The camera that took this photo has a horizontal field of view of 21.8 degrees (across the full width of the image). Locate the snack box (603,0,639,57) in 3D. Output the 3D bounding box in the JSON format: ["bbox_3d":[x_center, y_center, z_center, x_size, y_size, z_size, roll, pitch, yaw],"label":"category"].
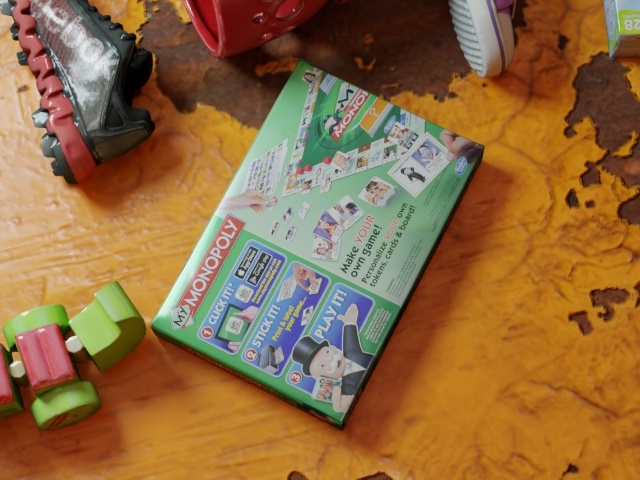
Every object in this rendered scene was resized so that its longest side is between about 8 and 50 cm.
[{"bbox_3d":[0.379,-0.300,1.726,0.174,0.070,0.207,-4,75,-1],"label":"snack box"}]

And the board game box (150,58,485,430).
[{"bbox_3d":[0.000,0.000,1.657,0.213,0.046,0.317,26,76,9],"label":"board game box"}]

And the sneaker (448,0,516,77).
[{"bbox_3d":[0.205,-0.308,1.718,0.161,0.102,0.282,-6,74,-4],"label":"sneaker"}]

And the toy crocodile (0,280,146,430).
[{"bbox_3d":[-0.327,0.140,1.592,0.340,0.105,0.115,-21,74,-4],"label":"toy crocodile"}]

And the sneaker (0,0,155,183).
[{"bbox_3d":[-0.246,-0.199,1.695,0.135,0.097,0.276,-19,76,-4],"label":"sneaker"}]

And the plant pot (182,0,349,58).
[{"bbox_3d":[-0.057,-0.296,1.675,0.174,0.191,0.191,-19,74,-11],"label":"plant pot"}]
